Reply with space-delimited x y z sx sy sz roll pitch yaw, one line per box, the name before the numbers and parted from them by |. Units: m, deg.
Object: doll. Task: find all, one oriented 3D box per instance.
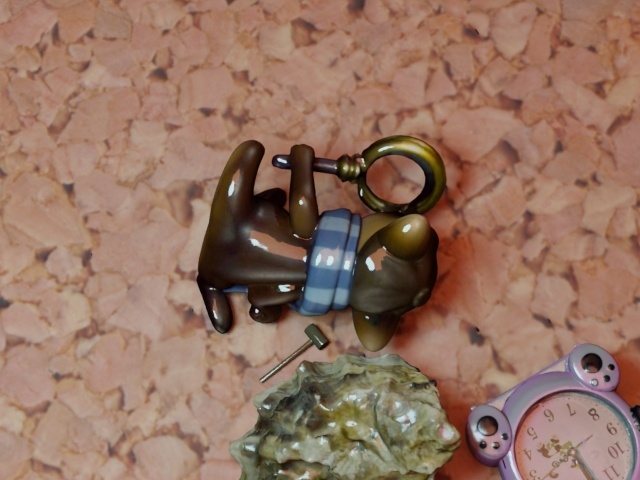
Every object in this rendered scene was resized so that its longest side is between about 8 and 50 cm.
doll | 0.000 -0.001 1.819 0.340 0.209 0.317 12 104 12

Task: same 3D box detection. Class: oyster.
oyster | 0.031 0.263 1.728 0.351 0.115 0.237 -10 78 32

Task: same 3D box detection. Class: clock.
clock | 0.334 0.285 1.726 0.228 0.090 0.248 -31 72 -5

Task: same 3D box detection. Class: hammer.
hammer | -0.041 0.163 1.846 0.110 0.019 0.035 -38 71 -2
